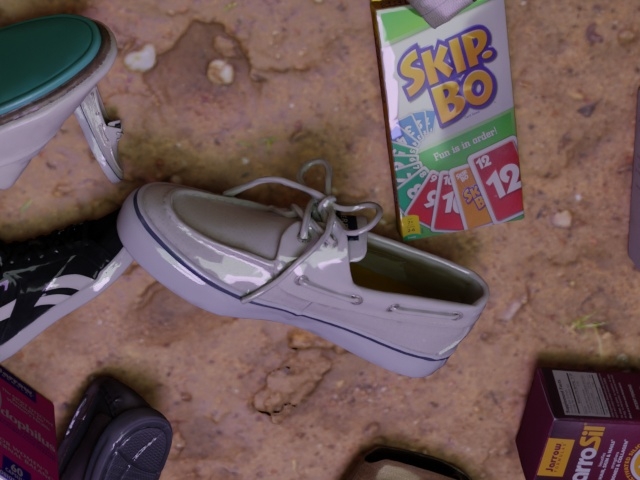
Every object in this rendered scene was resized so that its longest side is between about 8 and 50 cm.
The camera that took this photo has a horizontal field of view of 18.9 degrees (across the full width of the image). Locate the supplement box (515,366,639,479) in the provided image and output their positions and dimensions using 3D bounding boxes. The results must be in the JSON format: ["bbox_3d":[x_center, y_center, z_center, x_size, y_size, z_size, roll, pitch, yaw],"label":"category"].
[{"bbox_3d":[0.304,0.196,1.951,0.188,0.081,0.104,4,127,-11],"label":"supplement box"}]

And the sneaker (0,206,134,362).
[{"bbox_3d":[-0.270,0.014,1.788,0.217,0.079,0.121,-39,115,9],"label":"sneaker"}]

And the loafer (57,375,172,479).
[{"bbox_3d":[-0.242,0.272,1.910,0.109,0.095,0.302,7,120,-45],"label":"loafer"}]

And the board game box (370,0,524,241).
[{"bbox_3d":[0.121,-0.132,1.822,0.124,0.039,0.259,-11,111,-6],"label":"board game box"}]

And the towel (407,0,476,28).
[{"bbox_3d":[0.121,-0.385,1.667,0.312,0.056,0.324,-35,109,18],"label":"towel"}]

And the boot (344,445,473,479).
[{"bbox_3d":[0.159,0.306,1.976,0.305,0.112,0.115,22,97,-15],"label":"boot"}]

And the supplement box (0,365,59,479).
[{"bbox_3d":[-0.320,0.210,1.786,0.111,0.220,0.114,39,100,-22],"label":"supplement box"}]

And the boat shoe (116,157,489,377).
[{"bbox_3d":[0.002,0.007,1.779,0.367,0.136,0.156,24,128,-21],"label":"boat shoe"}]

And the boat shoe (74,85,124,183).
[{"bbox_3d":[-0.199,-0.101,1.778,0.035,0.035,0.100,-23,108,3],"label":"boat shoe"}]

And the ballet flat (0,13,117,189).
[{"bbox_3d":[-0.355,-0.079,1.720,0.400,0.139,0.139,-23,114,0],"label":"ballet flat"}]

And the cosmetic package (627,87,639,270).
[{"bbox_3d":[0.392,-0.043,1.839,0.151,0.151,0.184,-4,114,-8],"label":"cosmetic package"}]
